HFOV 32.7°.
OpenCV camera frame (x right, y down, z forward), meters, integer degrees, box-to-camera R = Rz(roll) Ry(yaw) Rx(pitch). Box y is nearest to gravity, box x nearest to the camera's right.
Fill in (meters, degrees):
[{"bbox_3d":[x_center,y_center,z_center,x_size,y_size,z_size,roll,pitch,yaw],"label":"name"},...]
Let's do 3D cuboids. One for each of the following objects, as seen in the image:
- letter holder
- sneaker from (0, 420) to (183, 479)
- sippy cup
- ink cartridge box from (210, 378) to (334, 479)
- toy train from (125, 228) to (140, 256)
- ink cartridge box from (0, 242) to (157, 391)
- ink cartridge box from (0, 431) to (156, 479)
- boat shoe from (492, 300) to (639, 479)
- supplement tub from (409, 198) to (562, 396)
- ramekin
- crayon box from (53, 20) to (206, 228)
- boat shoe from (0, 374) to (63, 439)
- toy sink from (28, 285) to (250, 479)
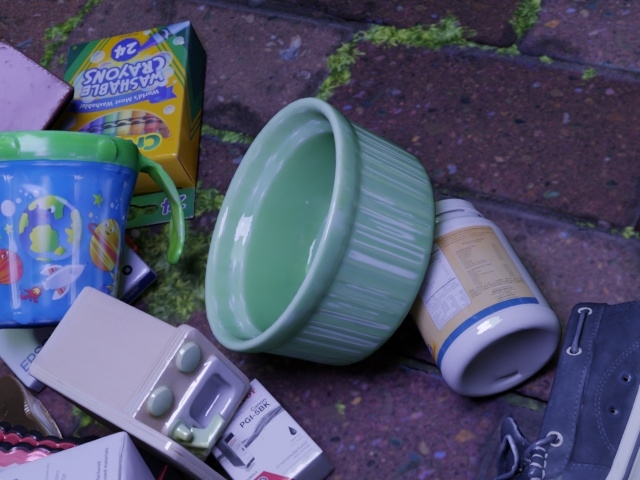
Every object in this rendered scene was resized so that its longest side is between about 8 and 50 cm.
[{"bbox_3d":[-0.510,-0.142,1.492,0.302,0.214,0.152,-56,13,-4],"label":"letter holder"},{"bbox_3d":[-0.307,0.303,1.288,0.314,0.116,0.136,9,101,8],"label":"sneaker"},{"bbox_3d":[-0.336,-0.005,1.334,0.306,0.240,0.224,-4,86,12],"label":"sippy cup"},{"bbox_3d":[-0.067,0.242,1.266,0.099,0.056,0.135,-41,54,-11],"label":"ink cartridge box"},{"bbox_3d":[-0.328,0.004,1.517,0.166,0.046,0.125,40,81,19],"label":"toy train"},{"bbox_3d":[-0.371,0.047,1.459,0.224,0.045,0.223,42,82,19],"label":"ink cartridge box"},{"bbox_3d":[-0.301,0.356,1.144,0.306,0.226,0.131,-20,36,4],"label":"ink cartridge box"},{"bbox_3d":[0.244,0.255,1.084,0.156,0.186,0.500,14,55,27],"label":"boat shoe"},{"bbox_3d":[0.172,0.063,1.260,0.144,0.144,0.199,-25,52,-1],"label":"supplement tub"},{"bbox_3d":[0.000,0.000,1.276,0.303,0.148,0.303,-40,40,45],"label":"ramekin"},{"bbox_3d":[-0.283,-0.168,1.610,0.203,0.083,0.323,-9,54,12],"label":"crayon box"},{"bbox_3d":[-0.369,0.226,1.381,0.050,0.045,0.135,-44,58,5],"label":"boat shoe"},{"bbox_3d":[-0.179,0.165,1.227,0.234,0.153,0.131,21,71,36],"label":"toy sink"}]
